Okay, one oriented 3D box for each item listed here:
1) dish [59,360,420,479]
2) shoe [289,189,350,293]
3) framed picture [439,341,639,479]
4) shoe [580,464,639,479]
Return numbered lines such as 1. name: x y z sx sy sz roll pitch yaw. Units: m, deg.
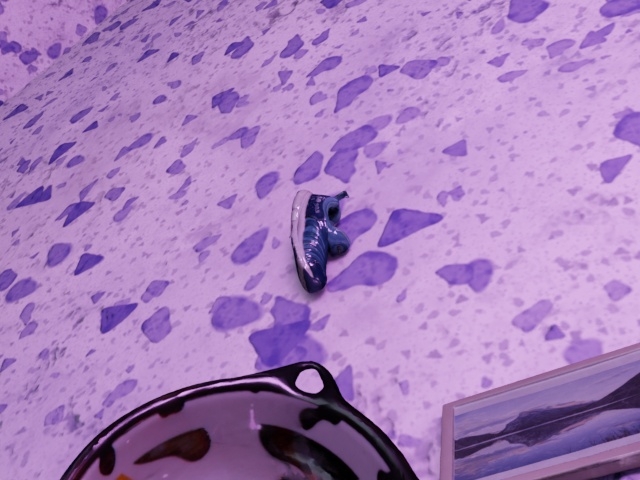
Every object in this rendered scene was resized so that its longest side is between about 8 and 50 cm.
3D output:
1. dish: -0.057 0.239 0.510 0.303 0.120 0.303 2 37 -2
2. shoe: 0.000 0.000 0.817 0.071 0.064 0.142 -4 50 7
3. framed picture: 0.186 0.132 0.515 0.203 0.015 0.150 -21 9 16
4. shoe: 0.179 0.234 0.416 0.138 0.095 0.245 9 51 45
